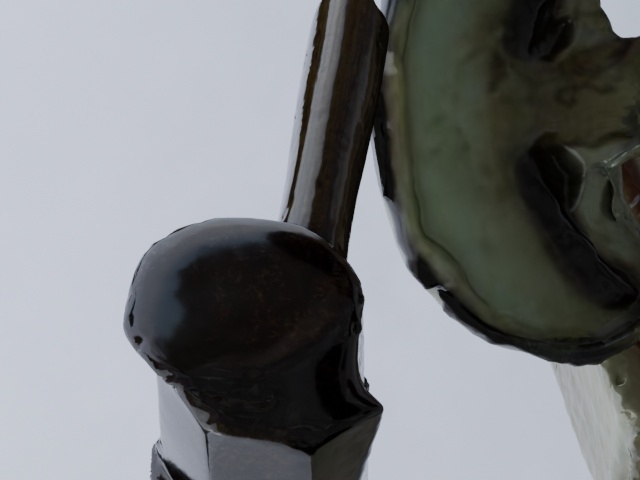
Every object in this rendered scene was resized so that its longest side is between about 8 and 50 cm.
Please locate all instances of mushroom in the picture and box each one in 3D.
[{"bbox_3d":[0.152,-0.081,0.940,0.130,0.247,0.344,180,71,-83],"label":"mushroom"}]

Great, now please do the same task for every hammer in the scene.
[{"bbox_3d":[0.000,0.000,0.625,0.409,0.095,0.242,-78,-8,-45],"label":"hammer"}]

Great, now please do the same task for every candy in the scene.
[{"bbox_3d":[0.266,0.072,1.077,0.179,0.135,0.321,81,175,-52],"label":"candy"}]
